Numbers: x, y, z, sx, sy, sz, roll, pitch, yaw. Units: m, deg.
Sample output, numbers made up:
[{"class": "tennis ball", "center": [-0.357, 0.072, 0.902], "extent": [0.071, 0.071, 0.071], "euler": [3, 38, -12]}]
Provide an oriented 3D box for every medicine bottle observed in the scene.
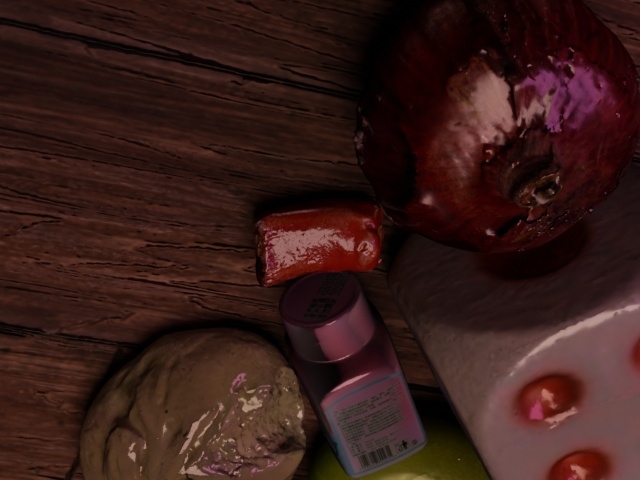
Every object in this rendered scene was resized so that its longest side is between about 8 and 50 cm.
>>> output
[{"class": "medicine bottle", "center": [0.026, 0.118, 1.590], "extent": [0.094, 0.119, 0.188], "euler": [-24, 128, -3]}]

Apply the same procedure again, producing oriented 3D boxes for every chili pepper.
[{"class": "chili pepper", "center": [0.000, 0.000, 1.530], "extent": [0.123, 0.073, 0.070], "euler": [-6, 169, -8]}]

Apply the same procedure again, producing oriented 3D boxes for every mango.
[{"class": "mango", "center": [0.130, 0.263, 1.720], "extent": [0.293, 0.143, 0.175], "euler": [23, 124, -17]}]

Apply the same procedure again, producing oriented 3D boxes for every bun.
[{"class": "bun", "center": [-0.114, 0.194, 1.612], "extent": [0.210, 0.116, 0.237], "euler": [27, 116, -31]}]

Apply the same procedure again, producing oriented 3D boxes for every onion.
[{"class": "onion", "center": [0.153, -0.098, 1.401], "extent": [0.252, 0.219, 0.252], "euler": [-3, 119, -6]}]

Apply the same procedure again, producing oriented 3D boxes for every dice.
[{"class": "dice", "center": [0.228, 0.089, 1.549], "extent": [0.259, 0.243, 0.251], "euler": [-26, 129, 2]}]
